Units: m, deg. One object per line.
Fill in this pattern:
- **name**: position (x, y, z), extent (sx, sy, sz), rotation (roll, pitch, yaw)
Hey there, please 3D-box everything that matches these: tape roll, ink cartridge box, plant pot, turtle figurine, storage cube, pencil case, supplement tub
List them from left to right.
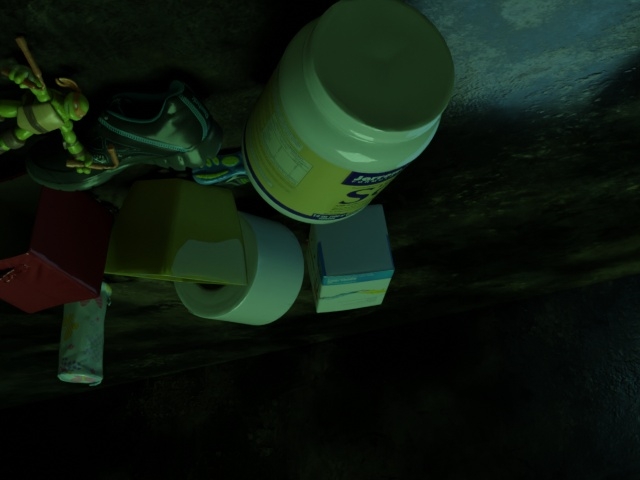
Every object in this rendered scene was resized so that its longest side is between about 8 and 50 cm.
- **turtle figurine**: position (-0.432, -0.196, 1.434), extent (0.217, 0.087, 0.269), rotation (-9, 142, 18)
- **storage cube**: position (-0.525, 0.005, 1.790), extent (0.183, 0.215, 0.193), rotation (-14, 147, 26)
- **pencil case**: position (-0.608, 0.234, 2.493), extent (0.113, 0.273, 0.124), rotation (-9, 158, 30)
- **plant pot**: position (-0.277, -0.017, 1.875), extent (0.212, 0.187, 0.212), rotation (0, 174, 43)
- **tape roll**: position (-0.182, 0.059, 2.128), extent (0.246, 0.246, 0.169), rotation (-17, 161, 31)
- **supplement tub**: position (0.033, -0.183, 1.404), extent (0.240, 0.241, 0.331), rotation (-2, 163, -19)
- **ink cartridge box**: position (0.065, 0.046, 2.279), extent (0.168, 0.171, 0.233), rotation (-7, 156, -8)

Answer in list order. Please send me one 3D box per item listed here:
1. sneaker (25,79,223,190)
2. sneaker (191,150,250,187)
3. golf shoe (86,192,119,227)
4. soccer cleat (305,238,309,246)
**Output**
- **sneaker**: position (-0.331, -0.177, 1.544), extent (0.340, 0.125, 0.140), rotation (-11, 139, 14)
- **sneaker**: position (-0.148, -0.137, 1.820), extent (0.188, 0.067, 0.078), rotation (-6, 179, -4)
- **golf shoe**: position (-0.470, -0.044, 1.976), extent (0.085, 0.068, 0.186), rotation (-6, 155, 18)
- **soccer cleat**: position (0.000, 0.000, 2.394), extent (0.083, 0.029, 0.035), rotation (-25, 153, 34)
